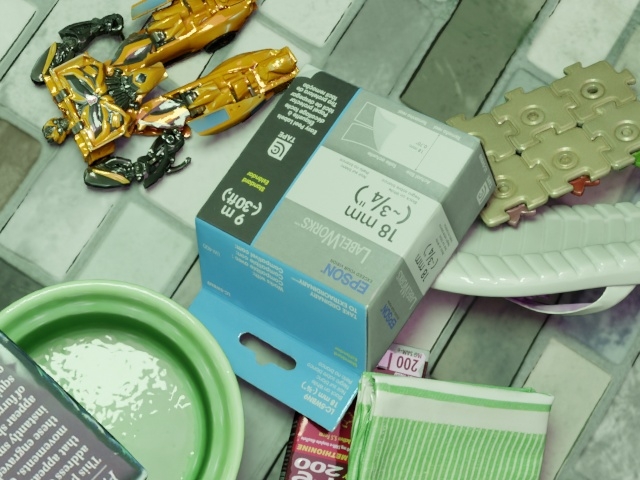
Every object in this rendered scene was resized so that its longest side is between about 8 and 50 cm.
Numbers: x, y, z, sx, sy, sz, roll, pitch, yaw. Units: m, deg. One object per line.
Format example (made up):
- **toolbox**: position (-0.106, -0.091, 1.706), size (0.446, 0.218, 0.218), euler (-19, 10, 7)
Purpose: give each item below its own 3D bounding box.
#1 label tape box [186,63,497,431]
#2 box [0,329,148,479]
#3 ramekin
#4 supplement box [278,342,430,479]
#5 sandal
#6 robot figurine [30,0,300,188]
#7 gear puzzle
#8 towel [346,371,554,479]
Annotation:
- **label tape box**: position (0.000, 0.000, 1.431), size (0.241, 0.106, 0.333), euler (27, 74, 28)
- **box**: position (-0.366, 0.140, 1.140), size (0.395, 0.293, 0.212), euler (44, 77, -3)
- **ramekin**: position (-0.236, 0.200, 1.386), size (0.303, 0.148, 0.303), euler (1, 80, -7)
- **supplement box**: position (0.030, 0.226, 1.459), size (0.130, 0.073, 0.239), euler (14, 79, -4)
- **sandal**: position (0.279, 0.033, 1.509), size (0.416, 0.169, 0.102), euler (-2, 121, -3)
- **robot figurine**: position (-0.183, -0.186, 1.497), size (0.291, 0.085, 0.211), euler (-28, 84, -12)
- **gear puzzle**: position (0.309, -0.128, 1.544), size (0.339, 0.044, 0.175), euler (-24, 50, -5)
- **towel**: position (0.127, 0.311, 1.409), size (0.248, 0.038, 0.325), euler (8, 91, -26)
